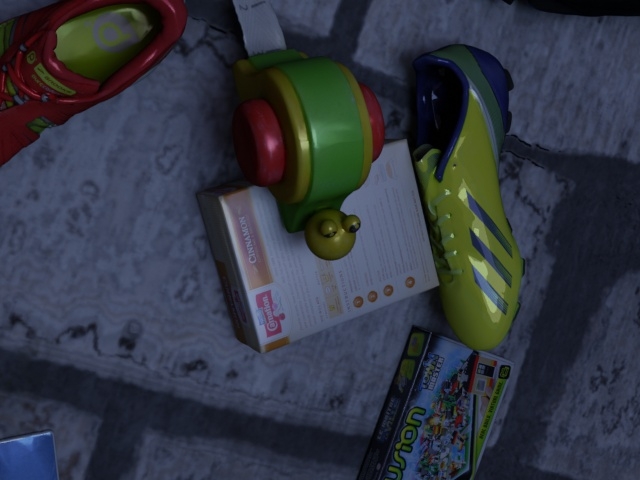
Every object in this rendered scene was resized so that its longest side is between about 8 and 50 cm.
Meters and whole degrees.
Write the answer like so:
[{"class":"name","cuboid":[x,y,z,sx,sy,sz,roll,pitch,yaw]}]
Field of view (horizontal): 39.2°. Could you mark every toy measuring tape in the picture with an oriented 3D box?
[{"class":"toy measuring tape","cuboid":[-0.025,-0.146,0.711,0.121,0.121,0.330,-13,86,-23]}]

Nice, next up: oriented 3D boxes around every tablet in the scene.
[{"class":"tablet","cuboid":[-0.247,0.204,0.754,0.054,0.006,0.083,-8,101,-24]}]

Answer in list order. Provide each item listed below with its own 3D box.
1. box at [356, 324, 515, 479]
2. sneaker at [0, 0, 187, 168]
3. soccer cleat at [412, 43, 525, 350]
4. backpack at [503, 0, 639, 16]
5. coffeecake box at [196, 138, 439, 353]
[{"class":"box","cuboid":[0.111,0.201,0.905,0.114,0.036,0.207,21,87,-26]},{"class":"sneaker","cuboid":[-0.221,-0.122,0.663,0.279,0.118,0.107,-38,110,-16]},{"class":"soccer cleat","cuboid":[0.125,-0.039,0.843,0.121,0.093,0.289,-3,92,-43]},{"class":"backpack","cuboid":[0.313,-0.358,0.846,0.276,0.213,0.264,-4,88,-22]},{"class":"coffeecake box","cuboid":[0.000,0.000,0.809,0.185,0.068,0.142,-19,103,-22]}]
